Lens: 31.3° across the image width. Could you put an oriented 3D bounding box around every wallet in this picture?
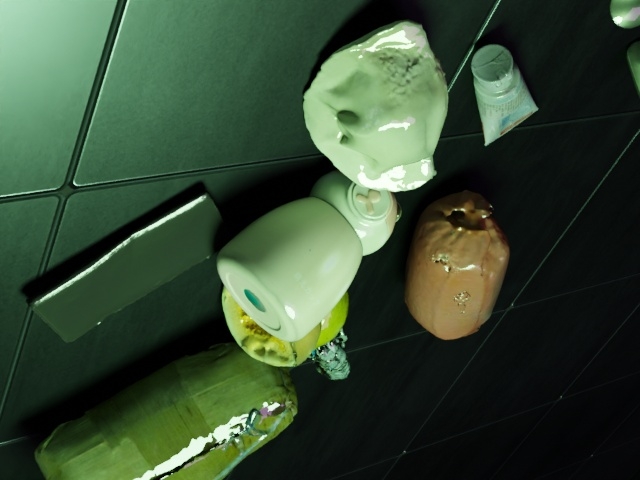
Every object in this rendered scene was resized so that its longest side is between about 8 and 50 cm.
[{"bbox_3d":[-0.224,0.030,1.363,0.244,0.025,0.124,-32,153,-5],"label":"wallet"}]

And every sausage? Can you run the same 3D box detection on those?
[{"bbox_3d":[0.200,0.043,1.695,0.152,0.152,0.279,-25,152,-16],"label":"sausage"}]

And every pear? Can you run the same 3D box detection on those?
[{"bbox_3d":[-0.013,0.093,1.595,0.107,0.107,0.131,8,116,-51],"label":"pear"}]

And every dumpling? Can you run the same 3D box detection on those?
[{"bbox_3d":[0.063,-0.154,1.304,0.166,0.126,0.216,-5,159,2],"label":"dumpling"}]

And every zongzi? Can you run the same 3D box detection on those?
[{"bbox_3d":[-0.188,0.308,1.669,0.356,0.174,0.393,-28,153,-7],"label":"zongzi"}]

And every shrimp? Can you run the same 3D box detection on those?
[{"bbox_3d":[0.024,0.174,1.794,0.082,0.076,0.174,-51,156,-17],"label":"shrimp"}]

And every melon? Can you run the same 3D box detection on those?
[{"bbox_3d":[-0.067,0.088,1.525,0.128,0.160,0.079,-22,-176,41],"label":"melon"}]

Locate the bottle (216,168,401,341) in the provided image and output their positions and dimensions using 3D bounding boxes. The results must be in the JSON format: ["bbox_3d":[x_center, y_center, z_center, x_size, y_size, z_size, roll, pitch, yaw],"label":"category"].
[{"bbox_3d":[0.000,0.000,1.421,0.236,0.147,0.147,-42,155,-19],"label":"bottle"}]

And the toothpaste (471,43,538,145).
[{"bbox_3d":[0.239,-0.184,1.492,0.089,0.057,0.234,-34,158,5],"label":"toothpaste"}]

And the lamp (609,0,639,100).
[{"bbox_3d":[0.454,-0.258,1.490,0.203,0.124,0.283,-20,159,-6],"label":"lamp"}]
